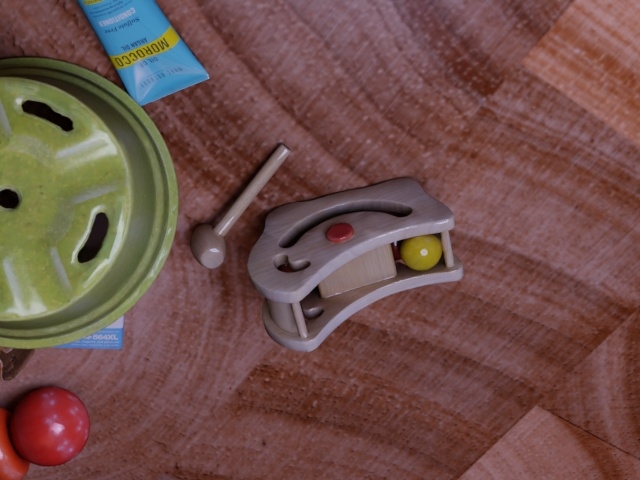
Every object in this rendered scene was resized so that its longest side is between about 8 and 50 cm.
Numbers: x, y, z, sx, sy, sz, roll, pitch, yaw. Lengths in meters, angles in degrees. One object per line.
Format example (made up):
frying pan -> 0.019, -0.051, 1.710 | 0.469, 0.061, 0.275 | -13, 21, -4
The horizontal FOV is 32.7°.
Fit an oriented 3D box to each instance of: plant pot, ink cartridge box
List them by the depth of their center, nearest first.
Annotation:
plant pot -> -0.249, -0.032, 0.912 | 0.276, 0.254, 0.276 | 0, 92, -11
ink cartridge box -> -0.242, 0.027, 1.115 | 0.090, 0.092, 0.143 | 4, 124, -10

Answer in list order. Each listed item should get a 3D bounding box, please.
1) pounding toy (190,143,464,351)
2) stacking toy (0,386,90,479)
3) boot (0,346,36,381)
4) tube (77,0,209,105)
pounding toy -> 0.000, 0.000, 1.089 | 0.269, 0.154, 0.155 | -13, 125, 2
stacking toy -> -0.416, 0.259, 1.237 | 0.330, 0.141, 0.141 | -20, 124, 1
boot -> -0.322, 0.032, 1.073 | 0.073, 0.152, 0.197 | -22, 149, -42
tube -> -0.184, -0.213, 0.991 | 0.080, 0.052, 0.207 | -16, 131, 17
